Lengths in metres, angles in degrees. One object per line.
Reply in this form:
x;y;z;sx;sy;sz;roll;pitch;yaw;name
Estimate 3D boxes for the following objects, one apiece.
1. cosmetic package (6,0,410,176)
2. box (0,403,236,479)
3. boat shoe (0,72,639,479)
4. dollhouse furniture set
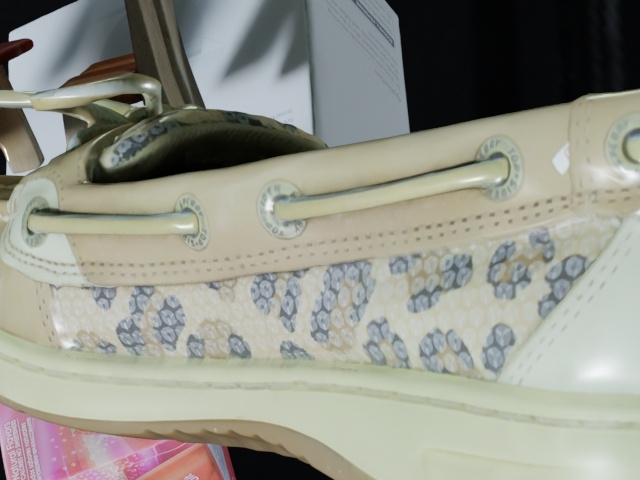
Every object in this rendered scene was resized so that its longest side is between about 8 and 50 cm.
-0.069;-0.050;1.230;0.138;0.224;0.224;44;-146;-46;cosmetic package
-0.162;0.104;1.481;0.300;0.142;0.154;-110;2;-45;box
0.000;0.000;0.460;0.105;0.285;0.089;-8;-79;-43;boat shoe
-0.208;-0.076;0.999;0.259;0.262;0.135;-75;-29;-78;dollhouse furniture set
